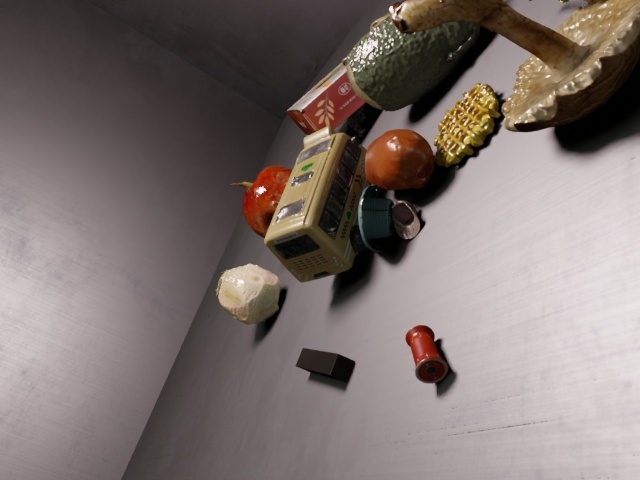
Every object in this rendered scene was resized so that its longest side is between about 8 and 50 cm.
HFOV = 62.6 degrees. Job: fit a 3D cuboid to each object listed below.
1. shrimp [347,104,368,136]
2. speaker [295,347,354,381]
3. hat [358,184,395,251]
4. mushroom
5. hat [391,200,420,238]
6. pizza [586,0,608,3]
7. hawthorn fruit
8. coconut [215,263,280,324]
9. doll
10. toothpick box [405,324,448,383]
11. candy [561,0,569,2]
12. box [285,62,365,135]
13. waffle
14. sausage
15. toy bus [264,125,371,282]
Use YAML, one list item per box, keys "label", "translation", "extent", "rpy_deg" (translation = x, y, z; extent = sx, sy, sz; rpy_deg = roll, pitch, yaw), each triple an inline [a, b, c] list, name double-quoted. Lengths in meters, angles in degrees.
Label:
- label: "shrimp"
  translation: [0.123, -0.413, 1.757]
  extent: [0.174, 0.076, 0.082]
  rpy_deg: [-77, 5, -47]
- label: "speaker"
  translation: [0.004, 0.250, 1.064]
  extent: [0.191, 0.040, 0.046]
  rpy_deg: [-19, 45, 66]
- label: "hat"
  translation: [0.125, -0.046, 1.104]
  extent: [0.191, 0.078, 0.138]
  rpy_deg: [1, -95, -81]
- label: "mushroom"
  translation: [0.274, -0.258, 0.699]
  extent: [0.233, 0.302, 0.207]
  rpy_deg: [139, 132, -63]
- label: "hat"
  translation: [0.178, -0.042, 1.056]
  extent: [0.058, 0.042, 0.087]
  rpy_deg: [-56, 50, 32]
- label: "pizza"
  translation: [0.467, -0.456, 0.757]
  extent: [0.335, 0.086, 0.225]
  rpy_deg: [-104, 33, -67]
- label: "hawthorn fruit"
  translation: [-0.122, -0.117, 1.704]
  extent: [0.258, 0.261, 0.258]
  rpy_deg: [-33, -11, -7]
- label: "coconut"
  translation: [-0.208, 0.166, 1.611]
  extent: [0.194, 0.195, 0.194]
  rpy_deg: [-53, 18, 25]
- label: "doll"
  translation: [0.227, -0.480, 1.291]
  extent: [0.350, 0.247, 0.247]
  rpy_deg: [-29, 33, 39]
- label: "toothpick box"
  translation: [0.152, 0.162, 0.761]
  extent: [0.047, 0.047, 0.083]
  rpy_deg: [-54, 16, 21]
- label: "candy"
  translation: [0.373, -0.412, 0.844]
  extent: [0.077, 0.073, 0.262]
  rpy_deg: [-21, 13, 11]
- label: "box"
  translation: [0.084, -0.520, 1.783]
  extent: [0.385, 0.122, 0.344]
  rpy_deg: [-41, 17, 1]
- label: "waffle"
  translation: [0.283, -0.225, 1.033]
  extent: [0.191, 0.038, 0.191]
  rpy_deg: [-52, 20, 28]
- label: "sausage"
  translation: [0.163, -0.171, 1.122]
  extent: [0.133, 0.133, 0.258]
  rpy_deg: [-60, 8, 2]
- label: "toy bus"
  translation: [0.014, -0.093, 1.256]
  extent: [0.177, 0.202, 0.365]
  rpy_deg: [-19, 38, 36]
